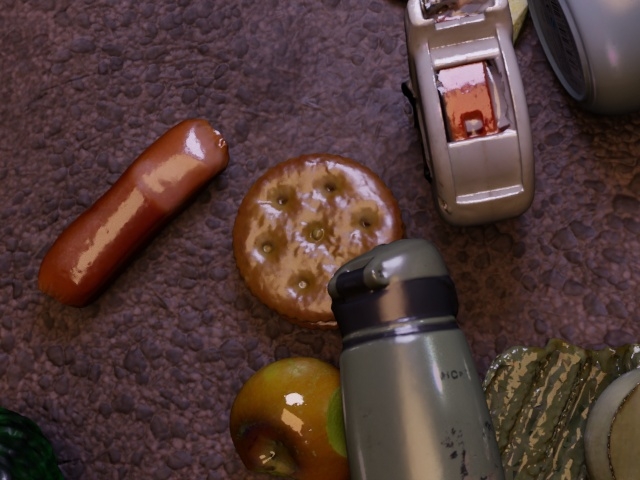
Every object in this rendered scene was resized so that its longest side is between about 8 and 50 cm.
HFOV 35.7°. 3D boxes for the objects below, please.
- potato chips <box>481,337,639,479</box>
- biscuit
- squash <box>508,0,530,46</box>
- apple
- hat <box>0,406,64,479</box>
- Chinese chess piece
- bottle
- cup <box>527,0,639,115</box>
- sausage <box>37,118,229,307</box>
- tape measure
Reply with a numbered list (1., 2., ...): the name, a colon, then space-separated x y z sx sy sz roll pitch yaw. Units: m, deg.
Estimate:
1. potato chips: 0.315 0.322 1.149 0.358 0.070 0.430 18 84 7
2. biscuit: 0.000 0.000 1.237 0.220 0.066 0.221 -2 79 8
3. squash: 0.164 -0.311 1.259 0.200 0.075 0.090 21 108 11
4. apple: -0.028 0.219 1.157 0.146 0.147 0.163 -12 90 30
5. hat: -0.389 0.387 1.159 0.242 0.274 0.332 -16 108 14
6. Chinese chess piece: 0.385 0.230 1.095 0.188 0.083 0.189 1 79 -5
7. bottle: 0.101 0.167 1.094 0.168 0.168 0.347 -11 78 5
8. cup: 0.379 -0.328 1.169 0.274 0.259 0.357 -23 48 3
9. sausage: -0.237 -0.034 1.262 0.300 0.083 0.089 -45 79 -4
10. tape measure: 0.164 -0.146 1.140 0.130 0.258 0.265 -9 80 3
